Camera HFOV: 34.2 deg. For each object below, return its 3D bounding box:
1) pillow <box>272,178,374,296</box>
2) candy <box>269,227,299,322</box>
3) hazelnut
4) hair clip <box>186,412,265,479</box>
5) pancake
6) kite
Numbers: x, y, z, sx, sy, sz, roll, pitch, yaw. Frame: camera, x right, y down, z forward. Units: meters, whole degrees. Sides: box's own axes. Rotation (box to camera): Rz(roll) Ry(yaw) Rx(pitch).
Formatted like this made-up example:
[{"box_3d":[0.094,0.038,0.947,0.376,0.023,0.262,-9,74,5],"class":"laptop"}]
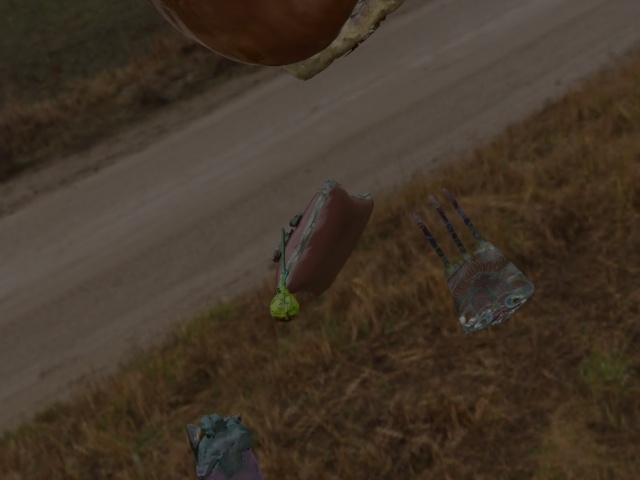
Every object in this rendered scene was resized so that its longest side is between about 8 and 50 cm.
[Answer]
[{"box_3d":[0.000,0.000,1.404,0.075,0.171,0.179,30,7,18],"class":"pillow"},{"box_3d":[-0.044,0.043,1.293,0.035,0.123,0.035,8,15,29],"class":"candy"},{"box_3d":[-0.032,-0.172,0.524,0.150,0.150,0.150,-13,27,7],"class":"hazelnut"},{"box_3d":[-0.107,0.392,1.328,0.096,0.358,0.110,-10,0,15],"class":"hair clip"},{"box_3d":[0.055,-0.353,1.325,0.356,0.065,0.356,-40,34,34],"class":"pancake"},{"box_3d":[0.216,0.032,1.549,0.127,0.229,0.016,-38,14,-2],"class":"kite"}]
